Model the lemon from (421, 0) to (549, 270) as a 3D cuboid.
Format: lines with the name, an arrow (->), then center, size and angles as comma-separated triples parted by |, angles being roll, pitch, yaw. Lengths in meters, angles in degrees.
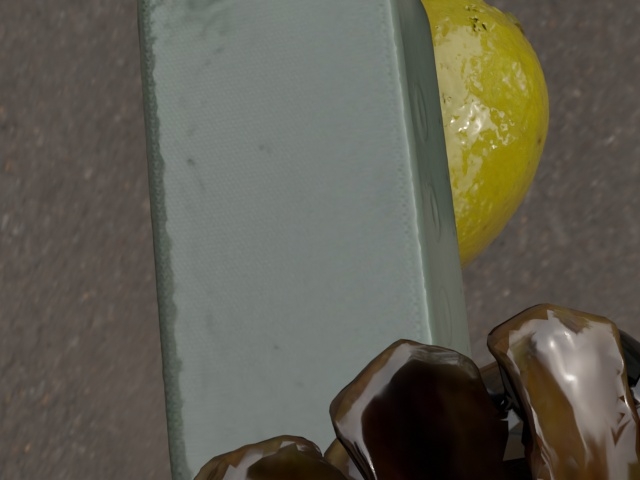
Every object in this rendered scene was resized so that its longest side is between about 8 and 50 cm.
lemon -> 0.055, -0.079, 1.369 | 0.236, 0.236, 0.263 | 38, 59, 2

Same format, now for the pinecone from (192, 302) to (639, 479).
pinecone -> 0.098, 0.178, 0.567 | 0.384, 0.384, 0.384 | 6, 66, -14

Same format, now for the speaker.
speaker -> 0.000, 0.000, 1.159 | 0.183, 0.184, 0.406 | -8, 80, 17
